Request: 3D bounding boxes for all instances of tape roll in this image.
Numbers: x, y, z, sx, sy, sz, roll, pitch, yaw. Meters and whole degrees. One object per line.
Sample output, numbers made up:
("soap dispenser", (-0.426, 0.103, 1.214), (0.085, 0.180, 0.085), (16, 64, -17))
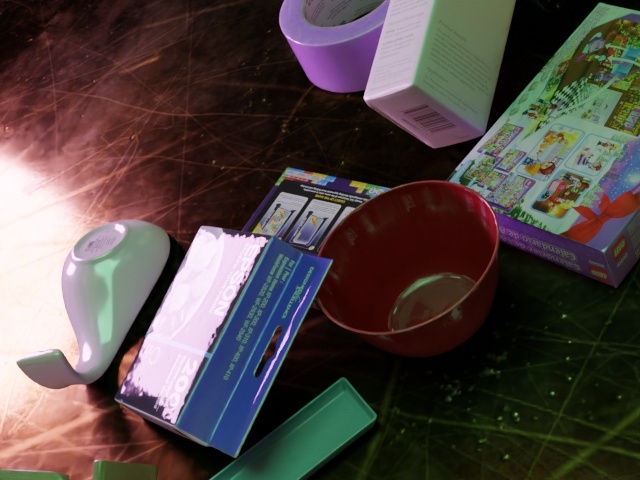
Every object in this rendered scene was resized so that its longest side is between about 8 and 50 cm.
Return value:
("tape roll", (0.050, -0.275, 1.471), (0.189, 0.080, 0.189), (-17, 44, 17))

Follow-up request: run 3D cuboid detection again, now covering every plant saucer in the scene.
("plant saucer", (-0.036, 0.206, 1.106), (0.192, 0.018, 0.067), (-38, 42, -6))

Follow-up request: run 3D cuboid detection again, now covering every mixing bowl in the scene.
("mixing bowl", (0.094, 0.041, 1.125), (0.182, 0.098, 0.181), (-16, 44, 16))

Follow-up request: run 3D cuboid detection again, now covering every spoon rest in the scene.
("spoon rest", (-0.250, 0.070, 1.334), (0.137, 0.084, 0.276), (-11, 32, 21))

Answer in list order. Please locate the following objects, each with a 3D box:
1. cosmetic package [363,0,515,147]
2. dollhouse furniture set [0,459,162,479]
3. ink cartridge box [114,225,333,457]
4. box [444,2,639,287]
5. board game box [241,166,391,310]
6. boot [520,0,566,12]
("cosmetic package", (0.137, -0.232, 1.299), (0.085, 0.117, 0.231), (-10, 57, 48))
("dollhouse furniture set", (-0.146, 0.299, 0.946), (0.161, 0.212, 0.242), (-5, 75, 30))
("ink cartridge box", (-0.100, 0.089, 1.158), (0.208, 0.045, 0.206), (7, 68, 56))
("box", (0.283, -0.105, 1.182), (0.201, 0.057, 0.293), (25, 65, 42))
("board game box", (0.000, 0.000, 1.260), (0.170, 0.048, 0.141), (15, 61, 40))
("boot", (0.269, -0.380, 1.427), (0.207, 0.094, 0.246), (24, 72, 47))
